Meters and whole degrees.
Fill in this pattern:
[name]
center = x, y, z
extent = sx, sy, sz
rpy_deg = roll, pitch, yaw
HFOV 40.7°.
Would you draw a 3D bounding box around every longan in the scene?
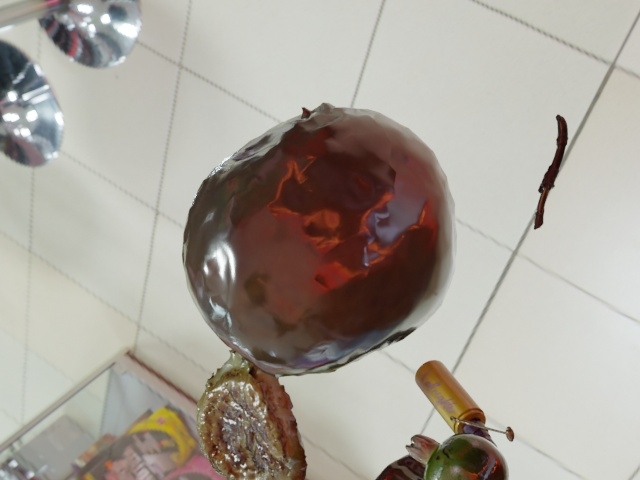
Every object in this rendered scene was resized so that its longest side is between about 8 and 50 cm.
[longan]
center = 0.006, -0.007, 1.278
extent = 0.404, 0.436, 0.404
rpy_deg = -1, 88, 19

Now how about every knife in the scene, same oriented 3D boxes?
[knife]
center = 0.439, -0.128, 1.645
extent = 0.021, 0.046, 0.222
rpy_deg = 23, 106, 53

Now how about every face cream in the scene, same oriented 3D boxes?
[face cream]
center = 0.296, 0.363, 1.852
extent = 0.273, 0.078, 0.078
rpy_deg = -128, 31, -54

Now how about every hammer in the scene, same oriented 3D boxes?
[hammer]
center = 0.271, 0.314, 1.455
extent = 0.123, 0.014, 0.029
rpy_deg = 7, 115, 41

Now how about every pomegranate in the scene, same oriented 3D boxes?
[pomegranate]
center = 0.259, 0.449, 1.679
extent = 0.210, 0.180, 0.180
rpy_deg = 26, 128, 24

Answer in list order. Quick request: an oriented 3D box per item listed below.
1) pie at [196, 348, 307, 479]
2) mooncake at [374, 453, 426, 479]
[pie]
center = -0.158, 0.420, 1.940
extent = 0.288, 0.103, 0.354
rpy_deg = -35, 77, 42
[mooncake]
center = 0.230, 0.635, 1.986
extent = 0.161, 0.290, 0.290
rpy_deg = 34, 137, 52
